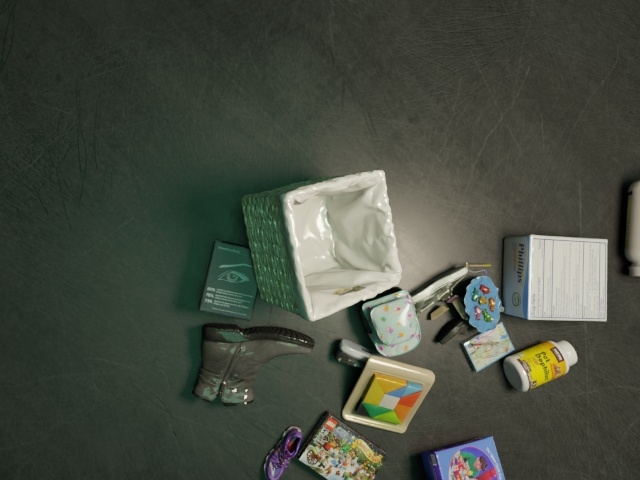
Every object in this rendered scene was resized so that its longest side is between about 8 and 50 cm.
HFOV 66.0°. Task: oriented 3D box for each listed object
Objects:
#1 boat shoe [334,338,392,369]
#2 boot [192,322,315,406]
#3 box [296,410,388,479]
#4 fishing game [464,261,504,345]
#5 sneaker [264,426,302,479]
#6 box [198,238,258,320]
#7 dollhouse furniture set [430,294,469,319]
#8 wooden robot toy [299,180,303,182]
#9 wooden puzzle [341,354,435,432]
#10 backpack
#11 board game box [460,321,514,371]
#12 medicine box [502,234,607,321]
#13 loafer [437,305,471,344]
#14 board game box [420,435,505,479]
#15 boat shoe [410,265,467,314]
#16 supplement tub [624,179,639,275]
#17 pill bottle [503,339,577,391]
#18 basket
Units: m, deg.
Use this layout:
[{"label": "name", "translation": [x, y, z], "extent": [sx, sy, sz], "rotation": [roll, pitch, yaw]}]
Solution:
[{"label": "boat shoe", "translation": [0.146, 0.382, 1.513], "extent": [0.228, 0.080, 0.076], "rotation": [26, 102, -13]}, {"label": "boot", "translation": [-0.191, 0.365, 1.434], "extent": [0.337, 0.118, 0.223], "rotation": [5, 90, 0]}, {"label": "box", "translation": [0.067, 0.652, 1.498], "extent": [0.233, 0.044, 0.159], "rotation": [37, 82, -8]}, {"label": "fishing game", "translation": [0.526, 0.203, 1.565], "extent": [0.189, 0.041, 0.264], "rotation": [7, 78, -36]}, {"label": "sneaker", "translation": [-0.110, 0.630, 1.450], "extent": [0.068, 0.071, 0.170], "rotation": [30, 83, -9]}, {"label": "box", "translation": [-0.253, 0.113, 1.421], "extent": [0.153, 0.108, 0.207], "rotation": [14, 85, -10]}, {"label": "dollhouse furniture set", "translation": [0.420, 0.241, 1.575], "extent": [0.114, 0.091, 0.081], "rotation": [-40, 66, 17]}, {"label": "wooden robot toy", "translation": [-0.062, -0.089, 1.490], "extent": [0.079, 0.076, 0.173], "rotation": [25, 83, -20]}, {"label": "wooden puzzle", "translation": [0.204, 0.474, 1.491], "extent": [0.220, 0.044, 0.239], "rotation": [17, 111, -10]}, {"label": "backpack", "translation": [0.219, 0.253, 1.493], "extent": [0.165, 0.144, 0.189], "rotation": [-19, 98, -6]}, {"label": "board game box", "translation": [0.548, 0.347, 1.616], "extent": [0.154, 0.026, 0.104], "rotation": [-26, 93, -11]}, {"label": "medicine box", "translation": [0.761, 0.121, 1.605], "extent": [0.289, 0.149, 0.264], "rotation": [3, 87, -11]}, {"label": "loafer", "translation": [0.448, 0.280, 1.583], "extent": [0.170, 0.062, 0.061], "rotation": [-40, 101, -9]}, {"label": "board game box", "translation": [0.457, 0.791, 1.471], "extent": [0.233, 0.078, 0.347], "rotation": [-1, 68, -26]}, {"label": "boat shoe", "translation": [0.379, 0.157, 1.568], "extent": [0.219, 0.078, 0.070], "rotation": [-31, 93, -3]}, {"label": "supplement tub", "translation": [1.156, -0.034, 1.648], "extent": [0.235, 0.235, 0.325], "rotation": [6, 87, -11]}, {"label": "pill bottle", "translation": [0.715, 0.400, 1.602], "extent": [0.214, 0.117, 0.117], "rotation": [-19, 92, -12]}, {"label": "basket", "translation": [0.000, 0.000, 1.335], "extent": [0.328, 0.266, 0.332], "rotation": [-18, 103, -33]}]
